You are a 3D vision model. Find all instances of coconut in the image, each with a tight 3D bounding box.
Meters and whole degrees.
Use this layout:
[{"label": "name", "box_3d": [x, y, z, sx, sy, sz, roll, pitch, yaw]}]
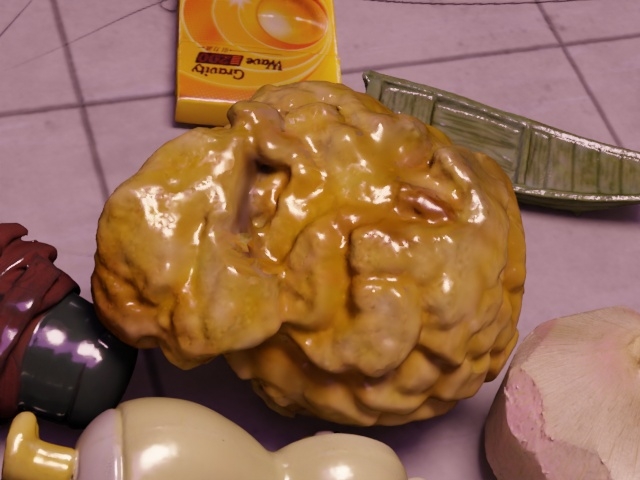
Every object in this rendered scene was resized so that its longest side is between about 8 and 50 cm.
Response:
[{"label": "coconut", "box_3d": [0.208, 0.131, 0.746, 0.171, 0.183, 0.170, 4, 57, -6]}]

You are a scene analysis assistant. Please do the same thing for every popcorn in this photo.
[{"label": "popcorn", "box_3d": [0.000, 0.000, 0.745, 0.332, 0.225, 0.264, 4, 48, -27]}]

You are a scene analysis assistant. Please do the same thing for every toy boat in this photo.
[{"label": "toy boat", "box_3d": [0.170, -0.079, 0.954, 0.293, 0.055, 0.093, 16, 54, -1]}]

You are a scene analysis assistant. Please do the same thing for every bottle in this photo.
[{"label": "bottle", "box_3d": [-0.263, 0.055, 0.720, 0.271, 0.156, 0.143, 22, 22, 1]}]

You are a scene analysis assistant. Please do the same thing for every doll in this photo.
[{"label": "doll", "box_3d": [-0.063, 0.166, 0.699, 0.296, 0.141, 0.117, 3, 39, -24]}]

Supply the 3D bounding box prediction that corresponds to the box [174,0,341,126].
[{"label": "box", "box_3d": [-0.061, -0.218, 0.999, 0.152, 0.043, 0.269, 4, 56, -10]}]
